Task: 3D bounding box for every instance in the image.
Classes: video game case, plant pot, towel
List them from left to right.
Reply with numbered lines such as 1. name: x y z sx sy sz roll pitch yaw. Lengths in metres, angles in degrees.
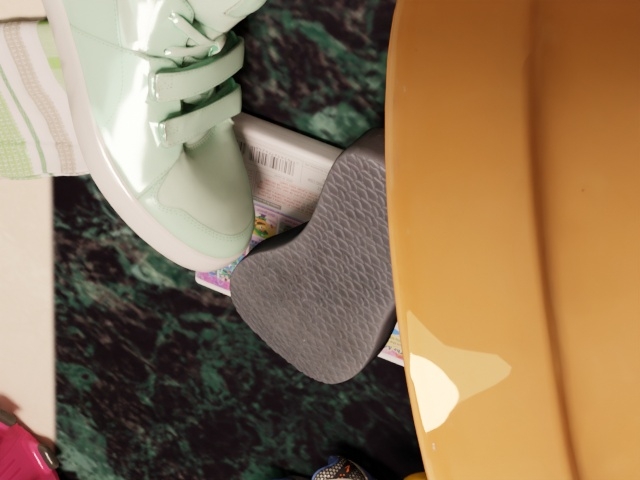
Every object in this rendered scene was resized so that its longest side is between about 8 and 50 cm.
1. towel: -0.194 -0.085 1.103 0.152 0.023 0.113 -2 127 31
2. video game case: 0.000 0.000 1.066 0.157 0.019 0.143 21 136 12
3. plant pot: 0.160 0.003 0.807 0.204 0.291 0.291 -6 125 15

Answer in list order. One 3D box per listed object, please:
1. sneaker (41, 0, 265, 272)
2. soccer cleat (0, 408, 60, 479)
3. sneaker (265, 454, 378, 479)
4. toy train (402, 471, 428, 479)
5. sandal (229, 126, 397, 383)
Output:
1. sneaker: -0.061 -0.101 0.943 0.151 0.094 0.256 -7 114 35
2. soccer cleat: -0.233 0.264 1.364 0.143 0.116 0.331 -17 117 39
3. sneaker: -0.026 0.209 1.232 0.221 0.083 0.087 -32 99 36
4. toy train: 0.071 0.162 1.080 0.143 0.105 0.248 -20 117 23
5. sandal: 0.021 0.012 0.989 0.097 0.054 0.254 47 149 1
